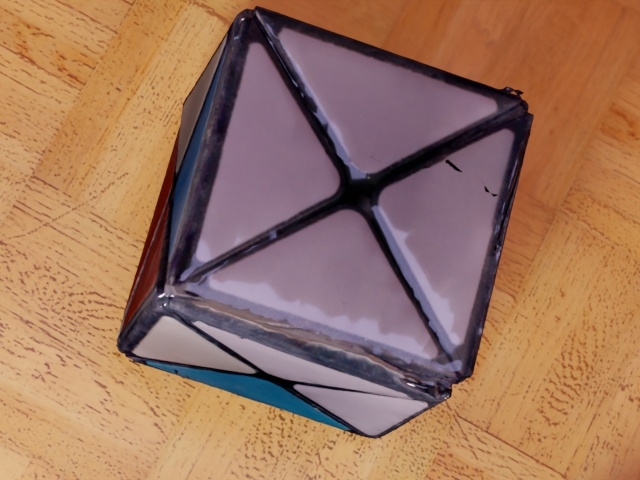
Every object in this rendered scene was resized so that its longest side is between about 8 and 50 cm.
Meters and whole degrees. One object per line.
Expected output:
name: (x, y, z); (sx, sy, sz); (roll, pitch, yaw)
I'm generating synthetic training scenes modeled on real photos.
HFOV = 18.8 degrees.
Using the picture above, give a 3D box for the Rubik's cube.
Rubik's cube: (0.000, 0.000, 1.854); (0.310, 0.307, 0.305); (17, 72, -8)
